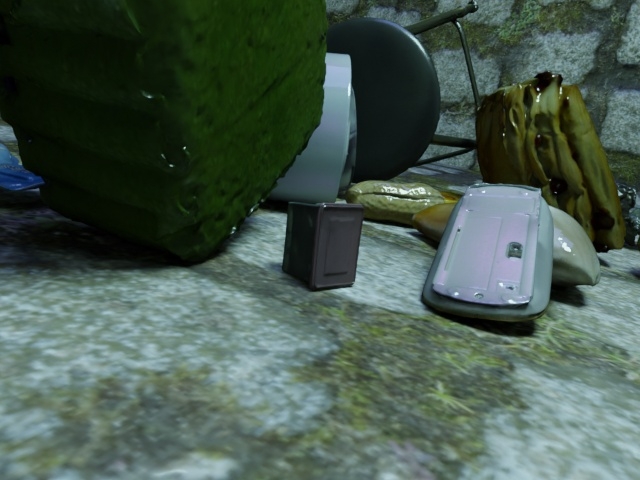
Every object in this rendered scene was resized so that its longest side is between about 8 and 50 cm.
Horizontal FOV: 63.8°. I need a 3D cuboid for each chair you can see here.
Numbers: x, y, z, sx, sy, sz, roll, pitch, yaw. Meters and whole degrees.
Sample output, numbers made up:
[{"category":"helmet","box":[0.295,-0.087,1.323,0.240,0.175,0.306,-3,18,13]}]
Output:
[{"category":"chair","box":[0.162,-0.304,1.133,0.361,0.365,0.410,-10,11,31]}]

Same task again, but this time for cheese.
[{"category":"cheese","box":[-0.430,-0.097,0.642,0.244,0.052,0.135,13,21,13]}]

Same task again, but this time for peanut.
[{"category":"peanut","box":[0.127,-0.065,0.888,0.174,0.080,0.080,6,14,-5]}]

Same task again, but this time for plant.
[{"category":"plant","box":[0.607,-0.062,1.085,0.203,0.131,0.142,21,11,-7]}]

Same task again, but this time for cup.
[{"category":"cup","box":[-0.125,-0.199,0.859,0.371,0.254,0.253,6,14,-5]}]

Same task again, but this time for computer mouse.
[{"category":"computer mouse","box":[0.190,0.012,0.569,0.125,0.056,0.245,4,34,23]}]

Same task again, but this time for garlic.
[{"category":"garlic","box":[0.261,-0.007,0.730,0.143,0.112,0.318,-1,7,-29]}]

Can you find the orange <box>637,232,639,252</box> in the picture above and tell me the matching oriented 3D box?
[{"category":"orange","box":[0.570,0.007,0.780,0.134,0.157,0.156,27,7,-24]}]

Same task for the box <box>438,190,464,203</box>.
[{"category":"box","box":[0.228,-0.079,1.067,0.269,0.044,0.152,0,14,-37]}]

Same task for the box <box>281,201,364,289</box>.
[{"category":"box","box":[0.000,0.000,0.523,0.060,0.085,0.063,-2,13,-39]}]

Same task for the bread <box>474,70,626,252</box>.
[{"category":"bread","box":[0.383,-0.124,0.934,0.167,0.325,0.277,-24,7,3]}]

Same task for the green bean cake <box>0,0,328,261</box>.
[{"category":"green bean cake","box":[-0.142,-0.184,0.540,0.218,0.335,0.319,19,44,16]}]
